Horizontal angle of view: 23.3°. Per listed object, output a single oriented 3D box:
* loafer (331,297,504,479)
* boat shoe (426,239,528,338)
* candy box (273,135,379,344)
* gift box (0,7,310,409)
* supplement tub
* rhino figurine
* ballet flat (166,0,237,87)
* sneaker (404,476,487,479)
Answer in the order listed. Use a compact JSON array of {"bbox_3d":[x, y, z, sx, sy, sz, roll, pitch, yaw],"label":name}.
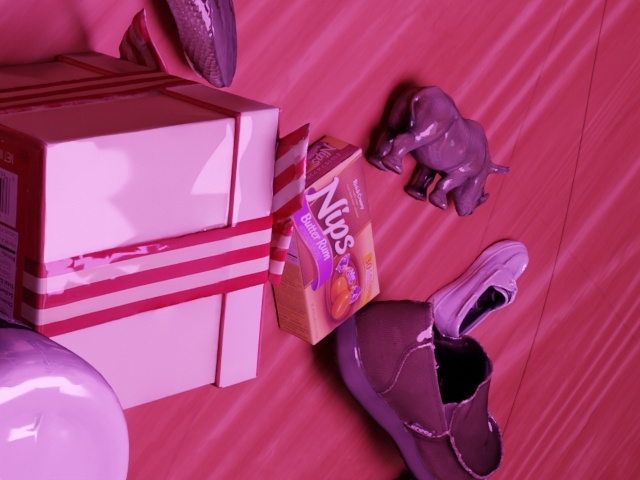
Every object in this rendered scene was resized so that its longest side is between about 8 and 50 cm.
[{"bbox_3d":[0.140,0.181,1.750,0.366,0.130,0.133,46,35,-51],"label":"loafer"},{"bbox_3d":[0.199,0.060,1.850,0.184,0.063,0.066,-29,130,-39],"label":"boat shoe"},{"bbox_3d":[0.000,0.000,1.583,0.109,0.053,0.186,-36,135,-34],"label":"candy box"},{"bbox_3d":[-0.171,-0.026,1.192,0.258,0.255,0.276,-12,119,-46],"label":"gift box"},{"bbox_3d":[-0.307,0.111,1.026,0.207,0.338,0.207,-28,129,-40],"label":"supplement tub"},{"bbox_3d":[0.139,-0.089,1.690,0.106,0.073,0.243,-60,145,-3],"label":"rhino figurine"},{"bbox_3d":[-0.121,-0.227,1.315,0.250,0.058,0.084,71,19,-49],"label":"ballet flat"},{"bbox_3d":[0.107,0.339,1.858,0.262,0.104,0.125,-47,137,-24],"label":"sneaker"}]
